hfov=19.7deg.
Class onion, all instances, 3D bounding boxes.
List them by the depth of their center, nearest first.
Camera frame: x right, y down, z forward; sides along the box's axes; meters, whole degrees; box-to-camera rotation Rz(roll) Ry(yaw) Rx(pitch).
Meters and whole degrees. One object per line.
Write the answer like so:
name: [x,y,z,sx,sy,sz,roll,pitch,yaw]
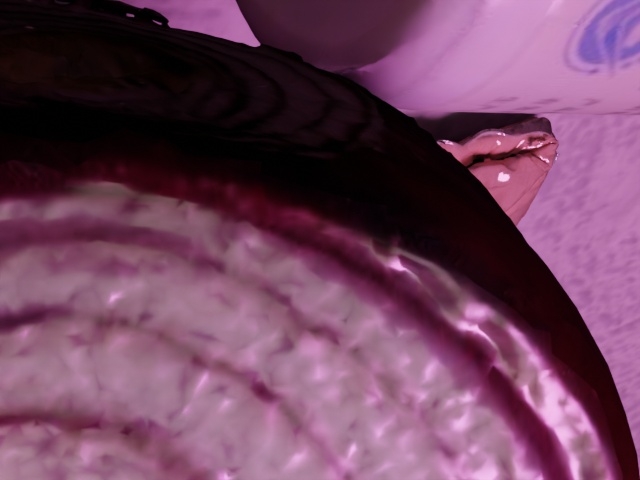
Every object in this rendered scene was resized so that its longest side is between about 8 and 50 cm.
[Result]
onion: [-0.087,0.058,0.550,0.336,0.260,0.282,-6,114,-12]

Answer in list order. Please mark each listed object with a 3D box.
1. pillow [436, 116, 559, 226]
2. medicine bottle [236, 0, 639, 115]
pillow: [0.000,0.000,0.826,0.232,0.043,0.126,-7,145,-34]
medicine bottle: [0.121,-0.127,0.637,0.293,0.170,0.170,-2,137,-36]
